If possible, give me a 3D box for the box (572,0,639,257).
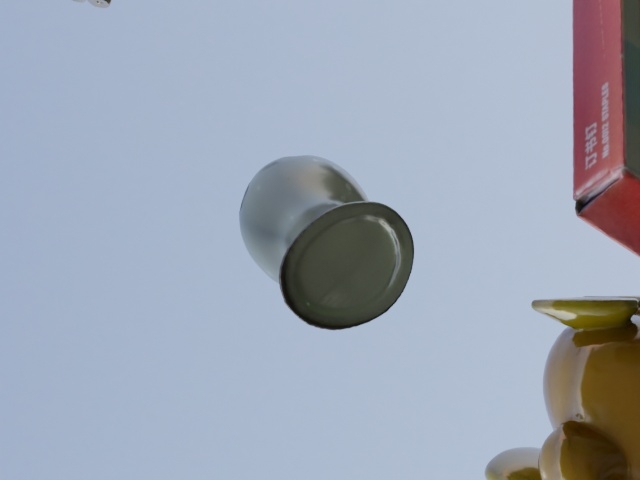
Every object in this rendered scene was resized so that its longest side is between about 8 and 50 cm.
[{"bbox_3d":[0.215,-0.089,1.191,0.123,0.050,0.229,29,-132,-29],"label":"box"}]

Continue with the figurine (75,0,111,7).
[{"bbox_3d":[-0.167,-0.254,1.441,0.143,0.101,0.068,-52,-4,-14],"label":"figurine"}]

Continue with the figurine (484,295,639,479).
[{"bbox_3d":[0.242,0.157,1.473,0.215,0.215,0.228,0,-66,-54],"label":"figurine"}]

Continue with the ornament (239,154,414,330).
[{"bbox_3d":[0.000,0.000,0.992,0.075,0.156,0.081,-38,-74,-3],"label":"ornament"}]
